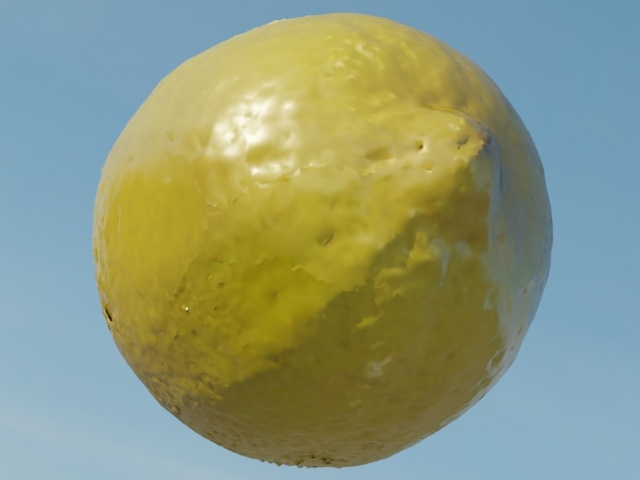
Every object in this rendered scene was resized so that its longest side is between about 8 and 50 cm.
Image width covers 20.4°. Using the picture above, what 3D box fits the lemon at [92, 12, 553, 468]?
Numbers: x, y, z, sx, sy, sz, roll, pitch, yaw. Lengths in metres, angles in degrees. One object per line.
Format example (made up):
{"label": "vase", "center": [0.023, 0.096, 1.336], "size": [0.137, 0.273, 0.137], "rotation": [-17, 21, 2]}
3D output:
{"label": "lemon", "center": [-0.002, 0.001, 0.901], "size": [0.236, 0.236, 0.263], "rotation": [17, -19, 9]}
